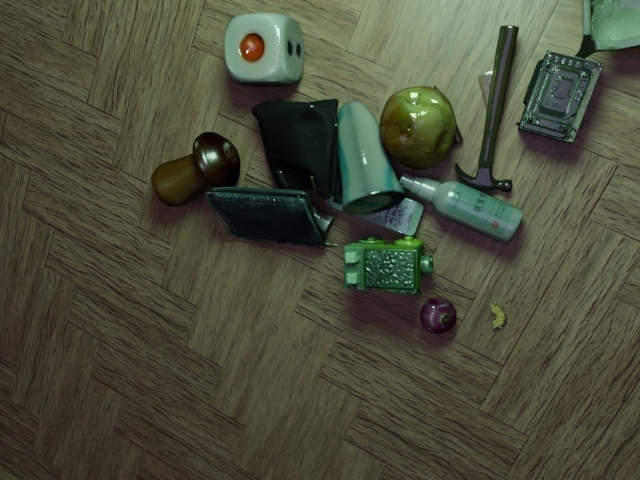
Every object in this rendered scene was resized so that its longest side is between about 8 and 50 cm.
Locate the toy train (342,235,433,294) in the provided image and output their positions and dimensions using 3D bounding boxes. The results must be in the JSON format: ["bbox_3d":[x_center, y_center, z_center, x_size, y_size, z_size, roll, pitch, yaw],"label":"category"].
[{"bbox_3d":[0.194,0.069,1.633,0.271,0.188,0.159,3,100,20],"label":"toy train"}]

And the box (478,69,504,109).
[{"bbox_3d":[0.476,-0.413,1.534,0.048,0.025,0.115,-14,95,19],"label":"box"}]

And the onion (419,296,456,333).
[{"bbox_3d":[0.353,0.225,1.665,0.104,0.115,0.115,7,107,63],"label":"onion"}]

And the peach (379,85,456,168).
[{"bbox_3d":[0.267,-0.298,1.530,0.214,0.214,0.236,3,132,18],"label":"peach"}]

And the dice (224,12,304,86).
[{"bbox_3d":[-0.164,-0.559,1.633,0.193,0.192,0.194,2,100,20],"label":"dice"}]

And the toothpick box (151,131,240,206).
[{"bbox_3d":[-0.398,-0.223,1.782,0.294,0.192,0.192,-23,92,26],"label":"toothpick box"}]

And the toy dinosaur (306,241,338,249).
[{"bbox_3d":[-0.001,0.000,1.774,0.119,0.029,0.060,7,91,17],"label":"toy dinosaur"}]

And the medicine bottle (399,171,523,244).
[{"bbox_3d":[0.391,-0.108,1.574,0.351,0.110,0.110,26,107,13],"label":"medicine bottle"}]

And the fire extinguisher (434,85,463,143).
[{"bbox_3d":[0.356,-0.358,1.584,0.049,0.035,0.173,-19,95,59],"label":"fire extinguisher"}]

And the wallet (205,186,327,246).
[{"bbox_3d":[-0.163,-0.077,1.724,0.342,0.075,0.237,5,144,24],"label":"wallet"}]

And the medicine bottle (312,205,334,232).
[{"bbox_3d":[-0.008,-0.069,1.743,0.091,0.058,0.058,30,108,11],"label":"medicine bottle"}]

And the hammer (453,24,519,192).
[{"bbox_3d":[0.479,-0.354,1.511,0.168,0.044,0.440,11,109,13],"label":"hammer"}]

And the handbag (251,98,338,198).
[{"bbox_3d":[-0.056,-0.273,1.640,0.342,0.152,0.288,17,118,50],"label":"handbag"}]

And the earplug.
[{"bbox_3d":[0.125,-0.256,1.599,0.185,0.185,0.324,-16,75,21],"label":"earplug"}]

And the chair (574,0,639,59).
[{"bbox_3d":[0.713,-0.549,1.297,0.203,0.274,0.191,-4,98,17],"label":"chair"}]

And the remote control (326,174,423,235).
[{"bbox_3d":[0.164,-0.109,1.683,0.293,0.051,0.103,21,98,16],"label":"remote control"}]

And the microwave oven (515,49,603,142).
[{"bbox_3d":[0.620,-0.371,1.439,0.163,0.129,0.205,19,105,13],"label":"microwave oven"}]

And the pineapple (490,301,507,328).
[{"bbox_3d":[0.531,0.224,1.640,0.045,0.019,0.083,-7,99,26],"label":"pineapple"}]
